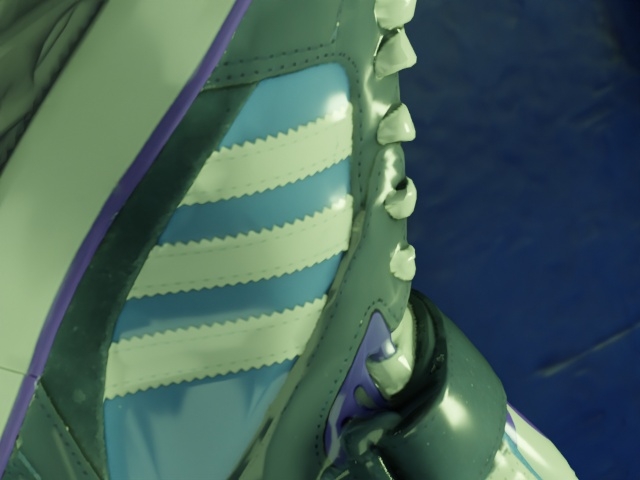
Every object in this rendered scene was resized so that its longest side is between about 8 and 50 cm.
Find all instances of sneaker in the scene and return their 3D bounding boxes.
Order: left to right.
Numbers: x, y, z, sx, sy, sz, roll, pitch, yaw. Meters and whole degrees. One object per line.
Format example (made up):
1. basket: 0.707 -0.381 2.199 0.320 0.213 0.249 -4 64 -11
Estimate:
1. sneaker: 0.000 0.000 0.598 0.236 0.130 0.323 23 94 -30
